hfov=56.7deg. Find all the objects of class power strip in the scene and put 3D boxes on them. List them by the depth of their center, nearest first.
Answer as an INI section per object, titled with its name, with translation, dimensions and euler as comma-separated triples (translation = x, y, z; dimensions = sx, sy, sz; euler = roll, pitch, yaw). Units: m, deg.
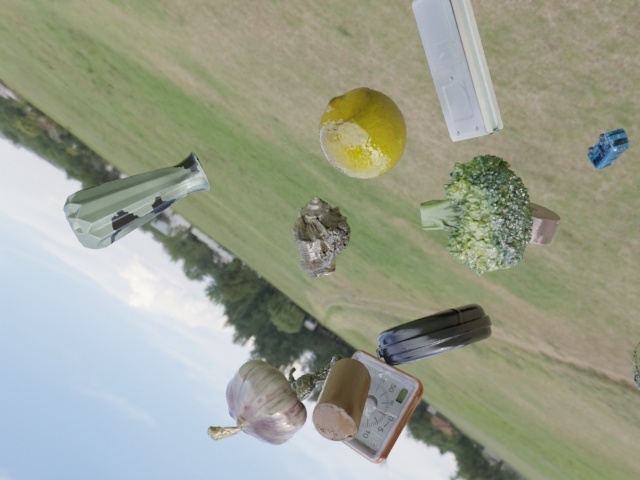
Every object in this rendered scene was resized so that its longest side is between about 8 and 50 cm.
[power strip]
translation = 0.560, -0.052, 1.605
dimensions = 0.154, 0.078, 0.154
euler = 12, -158, -5

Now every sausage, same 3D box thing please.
[sausage]
translation = 0.057, 0.412, 1.531
dimensions = 0.123, 0.123, 0.253
euler = 35, -162, 2

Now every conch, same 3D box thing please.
[conch]
translation = 0.000, 0.000, 1.640
dimensions = 0.163, 0.178, 0.245
euler = 28, 134, 47

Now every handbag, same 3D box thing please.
[handbag]
translation = 0.273, 0.227, 1.440
dimensions = 0.254, 0.093, 0.308
euler = -25, 165, 40

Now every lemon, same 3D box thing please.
[lemon]
translation = 0.130, -0.326, 1.821
dimensions = 0.293, 0.293, 0.293
euler = 35, 173, 5

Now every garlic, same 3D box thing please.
[garlic]
translation = -0.192, 0.469, 1.613
dimensions = 0.245, 0.253, 0.245
euler = 28, 131, 38

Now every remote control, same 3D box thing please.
[remote control]
translation = 0.256, -0.328, 1.100
dimensions = 0.103, 0.056, 0.277
euler = 2, 113, 63

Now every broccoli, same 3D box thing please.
[broccoli]
translation = 0.375, -0.053, 1.378
dimensions = 0.260, 0.288, 0.235
euler = -7, -173, -8

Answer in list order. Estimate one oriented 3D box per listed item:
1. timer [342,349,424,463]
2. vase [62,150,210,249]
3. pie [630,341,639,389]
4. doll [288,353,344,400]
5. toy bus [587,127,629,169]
[timer]
translation = 0.160, 0.486, 1.707
dimensions = 0.161, 0.257, 0.250
euler = 40, 165, -29
[vase]
translation = -0.477, -0.112, 1.562
dimensions = 0.165, 0.360, 0.165
euler = 56, 164, 25
[pie]
translation = 0.819, 0.243, 1.264
dimensions = 0.075, 0.337, 0.337
euler = 58, 168, -12
[doll]
translation = -0.054, 0.468, 1.877
dimensions = 0.286, 0.202, 0.091
euler = -14, 138, 27
[toy bus]
translation = 0.520, -0.165, 1.071
dimensions = 0.083, 0.038, 0.046
euler = 89, 164, -70
